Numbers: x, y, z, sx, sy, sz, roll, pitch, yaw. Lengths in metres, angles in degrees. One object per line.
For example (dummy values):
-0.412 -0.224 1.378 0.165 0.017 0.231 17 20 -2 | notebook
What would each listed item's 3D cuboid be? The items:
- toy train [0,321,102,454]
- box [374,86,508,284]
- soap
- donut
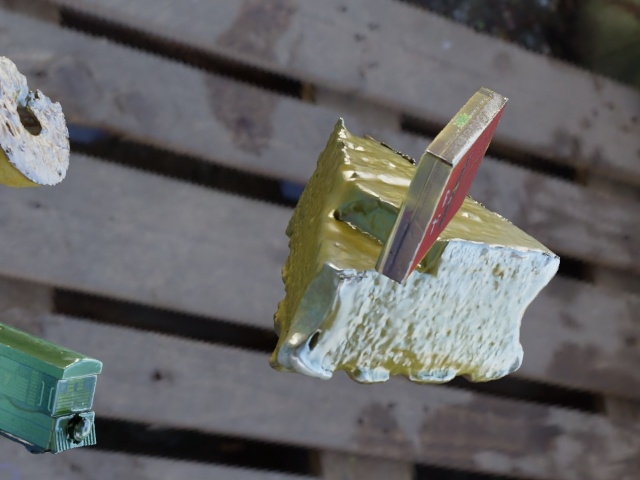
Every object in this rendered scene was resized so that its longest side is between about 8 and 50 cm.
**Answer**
-0.160 0.079 0.968 0.038 0.093 0.056 -7 111 -55 | toy train
0.078 -0.037 1.138 0.023 0.090 0.133 25 29 9 | box
0.000 0.000 1.689 0.304 0.338 0.169 5 112 -43 | soap
-0.239 -0.085 1.385 0.108 0.043 0.097 48 33 -37 | donut
